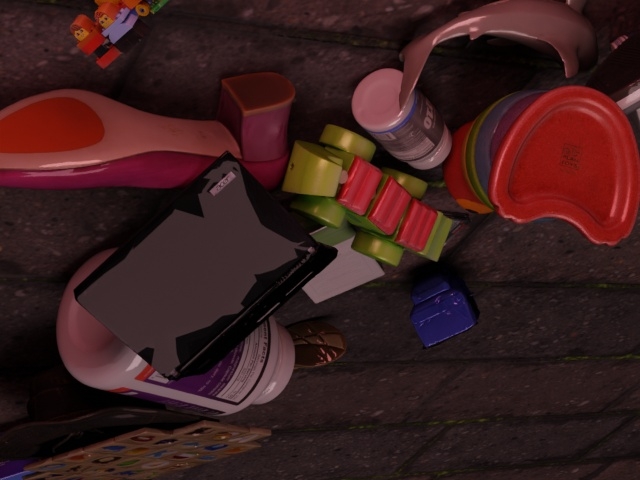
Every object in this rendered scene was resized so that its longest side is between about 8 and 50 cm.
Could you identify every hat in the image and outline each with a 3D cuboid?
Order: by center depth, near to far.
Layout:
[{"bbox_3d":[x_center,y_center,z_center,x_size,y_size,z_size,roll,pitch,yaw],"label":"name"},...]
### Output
[{"bbox_3d":[-0.317,0.229,1.845,0.331,0.134,0.331,-10,160,-3],"label":"hat"}]

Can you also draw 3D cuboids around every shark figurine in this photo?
[{"bbox_3d":[0.224,-0.213,1.417,0.278,0.116,0.166,-4,147,-25],"label":"shark figurine"}]

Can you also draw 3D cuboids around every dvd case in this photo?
[{"bbox_3d":[0.141,-0.013,1.812,0.119,0.013,0.087,6,144,-33],"label":"dvd case"}]

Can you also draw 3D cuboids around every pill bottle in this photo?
[{"bbox_3d":[0.099,-0.138,1.509,0.078,0.078,0.137,-27,150,17],"label":"pill bottle"},{"bbox_3d":[-0.180,0.130,1.713,0.181,0.181,0.323,-32,148,25],"label":"pill bottle"}]

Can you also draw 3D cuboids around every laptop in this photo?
[{"bbox_3d":[-0.121,0.037,1.491,0.234,0.136,0.264,-41,172,5],"label":"laptop"}]

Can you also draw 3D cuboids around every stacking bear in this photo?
[{"bbox_3d":[0.232,-0.092,1.513,0.175,0.164,0.289,14,178,-16],"label":"stacking bear"}]

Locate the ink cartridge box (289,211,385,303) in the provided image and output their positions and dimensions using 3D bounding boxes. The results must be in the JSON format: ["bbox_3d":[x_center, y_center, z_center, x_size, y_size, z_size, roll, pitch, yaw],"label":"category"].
[{"bbox_3d":[0.000,0.000,1.707,0.109,0.062,0.209,-23,149,10],"label":"ink cartridge box"}]

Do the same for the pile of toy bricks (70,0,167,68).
[{"bbox_3d":[-0.170,-0.256,1.158,0.105,0.118,0.212,40,134,-20],"label":"pile of toy bricks"}]

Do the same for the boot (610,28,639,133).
[{"bbox_3d":[0.417,-0.195,1.588,0.086,0.069,0.190,-25,147,6],"label":"boot"}]

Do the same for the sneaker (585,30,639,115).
[{"bbox_3d":[0.460,-0.189,1.487,0.295,0.124,0.178,-34,115,4],"label":"sneaker"}]

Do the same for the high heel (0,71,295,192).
[{"bbox_3d":[-0.203,-0.071,1.401,0.377,0.127,0.181,-9,139,-21],"label":"high heel"}]

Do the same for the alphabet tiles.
[{"bbox_3d":[-0.258,0.318,1.911,0.342,0.011,0.285,-20,158,27],"label":"alphabet tiles"}]

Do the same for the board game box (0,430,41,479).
[{"bbox_3d":[-0.556,0.410,2.052,0.347,0.078,0.233,-16,148,-6],"label":"board game box"}]

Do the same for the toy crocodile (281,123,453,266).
[{"bbox_3d":[0.066,-0.045,1.562,0.340,0.105,0.115,30,83,-50],"label":"toy crocodile"}]

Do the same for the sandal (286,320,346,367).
[{"bbox_3d":[-0.048,0.173,1.979,0.180,0.072,0.049,-19,166,7],"label":"sandal"}]

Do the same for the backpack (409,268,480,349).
[{"bbox_3d":[0.186,0.095,1.936,0.098,0.101,0.120,-20,-177,13],"label":"backpack"}]
